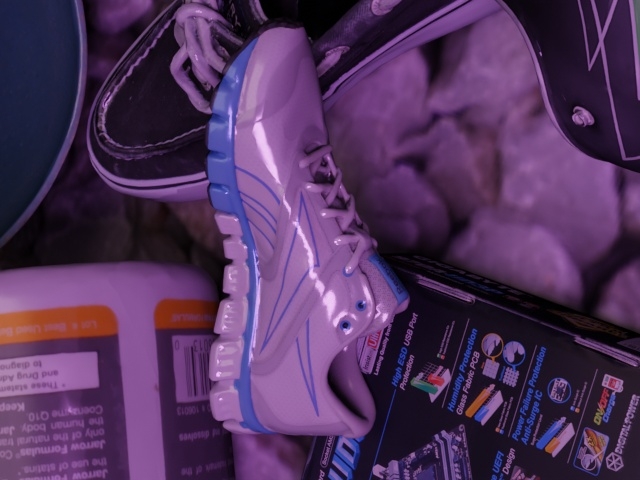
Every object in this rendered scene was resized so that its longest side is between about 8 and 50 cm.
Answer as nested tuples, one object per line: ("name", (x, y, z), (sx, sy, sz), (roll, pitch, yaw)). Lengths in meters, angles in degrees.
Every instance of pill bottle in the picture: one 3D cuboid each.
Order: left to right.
("pill bottle", (-0.119, 0.155, 0.593), (0.162, 0.162, 0.279), (-10, 82, 35))

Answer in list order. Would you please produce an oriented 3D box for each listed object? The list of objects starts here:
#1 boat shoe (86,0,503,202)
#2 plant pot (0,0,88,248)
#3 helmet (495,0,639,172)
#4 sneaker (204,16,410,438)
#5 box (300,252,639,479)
("boat shoe", (-0.023, -0.107, 0.570), (0.306, 0.105, 0.113), (-21, 76, 33))
("plant pot", (-0.296, -0.102, 0.688), (0.195, 0.290, 0.290), (-178, 91, -71))
("helmet", (0.142, -0.109, 0.422), (0.169, 0.169, 0.162), (-40, 62, 27))
("sneaker", (0.000, 0.000, 0.509), (0.082, 0.071, 0.191), (8, 112, 25))
("box", (0.071, 0.134, 0.527), (0.175, 0.051, 0.220), (20, 100, 35))
